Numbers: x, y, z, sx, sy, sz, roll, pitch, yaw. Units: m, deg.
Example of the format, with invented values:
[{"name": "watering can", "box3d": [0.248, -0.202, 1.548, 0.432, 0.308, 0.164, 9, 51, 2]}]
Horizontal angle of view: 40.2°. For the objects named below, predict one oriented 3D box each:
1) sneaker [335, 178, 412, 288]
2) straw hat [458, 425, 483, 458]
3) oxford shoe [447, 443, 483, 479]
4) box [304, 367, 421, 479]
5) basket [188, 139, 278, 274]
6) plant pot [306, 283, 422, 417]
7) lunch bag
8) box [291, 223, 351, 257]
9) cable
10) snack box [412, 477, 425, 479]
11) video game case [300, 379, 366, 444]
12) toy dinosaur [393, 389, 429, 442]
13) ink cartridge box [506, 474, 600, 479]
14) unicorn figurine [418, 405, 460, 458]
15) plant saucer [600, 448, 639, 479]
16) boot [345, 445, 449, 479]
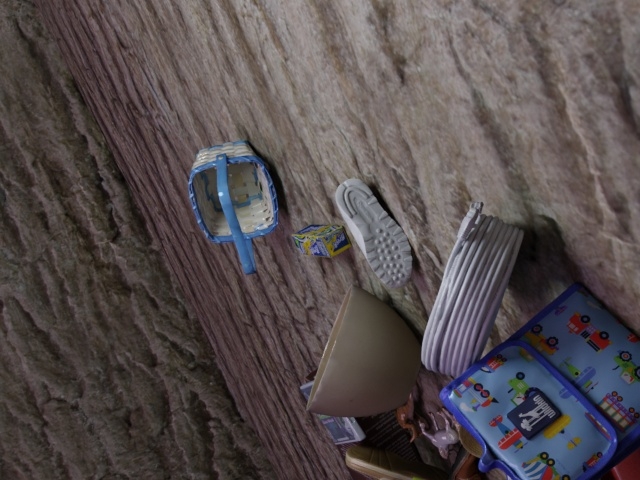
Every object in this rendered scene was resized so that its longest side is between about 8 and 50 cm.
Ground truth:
[{"name": "sneaker", "box3d": [0.105, -0.014, 1.721, 0.235, 0.090, 0.095, 63, 171, 2]}, {"name": "straw hat", "box3d": [0.337, 0.349, 1.670, 0.061, 0.144, 0.145, -75, -30, -59]}, {"name": "oxford shoe", "box3d": [0.327, 0.505, 1.923, 0.076, 0.076, 0.212, 20, 143, 13]}, {"name": "box", "box3d": [0.125, 0.494, 2.235, 0.191, 0.143, 0.382, 7, 123, 63]}, {"name": "basket", "box3d": [-0.204, -0.094, 2.070, 0.289, 0.201, 0.255, -97, -4, -50]}, {"name": "plant pot", "box3d": [0.107, 0.257, 1.856, 0.190, 0.284, 0.284, 19, 153, 0]}, {"name": "lunch bag", "box3d": [0.329, 0.237, 1.241, 0.221, 0.293, 0.138, 47, 155, 29]}, {"name": "box", "box3d": [0.000, 0.000, 1.976, 0.169, 0.059, 0.054, 5, 122, 64]}, {"name": "cable", "box3d": [0.234, 0.086, 1.338, 0.089, 0.257, 0.257, 19, 173, 14]}, {"name": "snack box", "box3d": [0.281, 0.627, 1.893, 0.207, 0.175, 0.070, 9, 139, 13]}, {"name": "video game case", "box3d": [0.027, 0.418, 2.137, 0.173, 0.022, 0.190, 58, 157, 4]}, {"name": "toy dinosaur", "box3d": [0.204, 0.408, 2.048, 0.112, 0.064, 0.211, 54, 157, 17]}, {"name": "ink cartridge box", "box3d": [0.383, 0.337, 1.493, 0.224, 0.045, 0.224, 162, 101, -68]}, {"name": "unicorn figurine", "box3d": [0.271, 0.427, 1.928, 0.111, 0.060, 0.162, 58, 159, 6]}, {"name": "plant saucer", "box3d": [0.483, 0.436, 1.496, 0.259, 0.047, 0.258, 62, 158, -8]}, {"name": "boot", "box3d": [0.162, 0.617, 2.108, 0.095, 0.261, 0.204, -82, 10, -71]}]
